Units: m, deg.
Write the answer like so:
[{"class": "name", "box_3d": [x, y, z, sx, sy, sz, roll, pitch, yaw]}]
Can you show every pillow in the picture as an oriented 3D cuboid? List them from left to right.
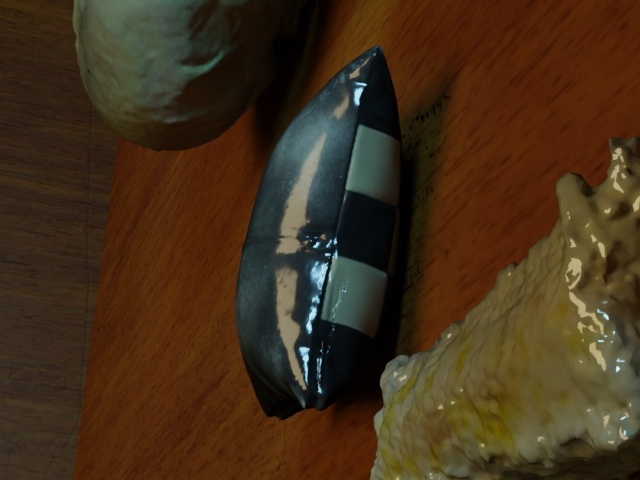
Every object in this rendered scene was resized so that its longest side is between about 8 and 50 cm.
[{"class": "pillow", "box_3d": [0.000, 0.000, 0.973, 0.186, 0.106, 0.250, 135, 145, -76]}]

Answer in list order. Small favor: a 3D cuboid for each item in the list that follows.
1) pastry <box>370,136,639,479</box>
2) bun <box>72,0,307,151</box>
[{"class": "pastry", "box_3d": [0.094, 0.072, 0.625, 0.258, 0.089, 0.121, 123, 157, -56]}, {"class": "bun", "box_3d": [-0.112, -0.261, 1.354, 0.361, 0.213, 0.361, -164, 90, -90]}]
